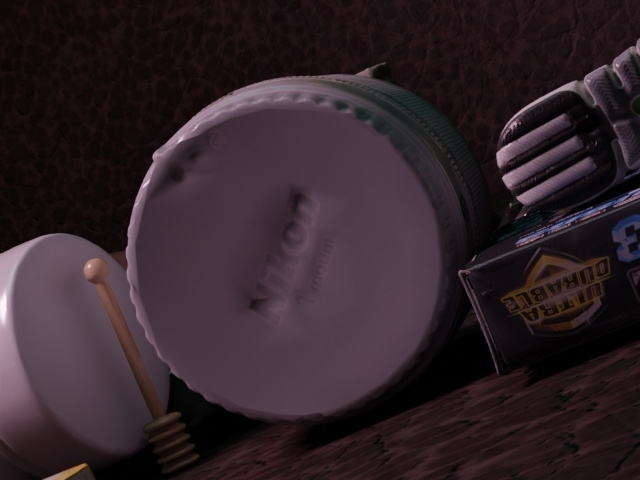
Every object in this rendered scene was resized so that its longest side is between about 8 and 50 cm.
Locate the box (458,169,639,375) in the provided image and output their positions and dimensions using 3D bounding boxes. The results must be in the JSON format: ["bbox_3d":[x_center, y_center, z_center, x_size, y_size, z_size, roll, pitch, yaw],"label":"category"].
[{"bbox_3d":[0.238,-0.022,1.113,0.296,0.073,0.293,-23,3,10],"label":"box"}]

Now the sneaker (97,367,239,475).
[{"bbox_3d":[-0.159,0.107,1.512,0.122,0.146,0.330,-23,2,-33],"label":"sneaker"}]

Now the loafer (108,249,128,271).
[{"bbox_3d":[-0.167,0.064,1.771,0.134,0.130,0.366,10,45,47],"label":"loafer"}]

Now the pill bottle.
[{"bbox_3d":[-0.304,0.137,1.415,0.361,0.204,0.204,-24,1,28],"label":"pill bottle"}]

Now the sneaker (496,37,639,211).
[{"bbox_3d":[0.215,-0.093,1.100,0.229,0.086,0.132,-23,0,15],"label":"sneaker"}]

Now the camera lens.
[{"bbox_3d":[0.000,0.000,1.241,0.219,0.219,0.274,-24,2,10],"label":"camera lens"}]

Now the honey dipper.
[{"bbox_3d":[-0.131,0.088,1.322,0.030,0.160,0.030,-24,0,0],"label":"honey dipper"}]

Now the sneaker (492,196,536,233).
[{"bbox_3d":[0.193,-0.016,1.546,0.170,0.074,0.063,-23,2,37],"label":"sneaker"}]

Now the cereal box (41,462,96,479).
[{"bbox_3d":[-0.244,0.207,1.070,0.173,0.047,0.240,-24,2,21],"label":"cereal box"}]

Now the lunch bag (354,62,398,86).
[{"bbox_3d":[0.029,-0.045,2.044,0.169,0.235,0.287,-22,-1,-44],"label":"lunch bag"}]
